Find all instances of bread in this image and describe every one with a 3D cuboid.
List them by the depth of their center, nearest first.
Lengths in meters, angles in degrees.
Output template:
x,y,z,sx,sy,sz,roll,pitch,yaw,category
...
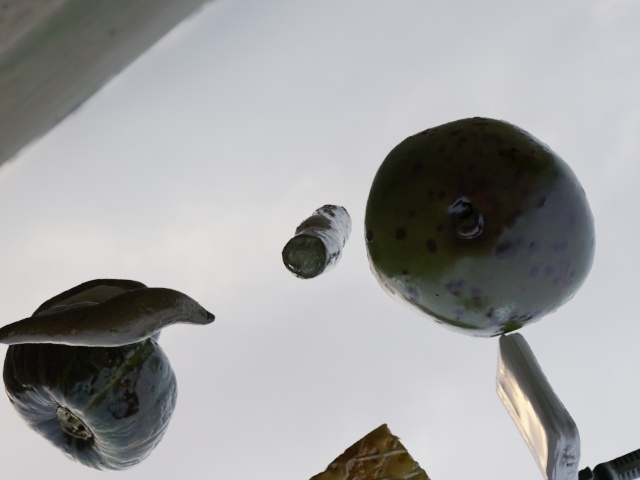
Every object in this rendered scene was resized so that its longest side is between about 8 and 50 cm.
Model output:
x,y,z,sx,sy,sz,roll,pitch,yaw,category
0.078,0.308,1.485,0.125,0.188,0.068,-37,169,-15,bread

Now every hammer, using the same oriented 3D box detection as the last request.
x,y,z,sx,sy,sz,roll,pitch,yaw,category
0.407,0.296,1.767,0.227,0.041,0.159,-20,166,-5,hammer

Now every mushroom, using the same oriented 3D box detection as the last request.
x,y,z,sx,sy,sz,roll,pitch,yaw,category
-0.358,0.153,2.142,0.231,0.138,0.194,-30,-158,-34,mushroom

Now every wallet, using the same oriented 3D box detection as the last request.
x,y,z,sx,sy,sz,roll,pitch,yaw,category
0.227,0.180,1.422,0.033,0.095,0.190,-10,-147,-9,wallet

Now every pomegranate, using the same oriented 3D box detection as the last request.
x,y,z,sx,sy,sz,roll,pitch,yaw,category
0.178,-0.023,1.369,0.231,0.231,0.286,-32,178,35,pomegranate

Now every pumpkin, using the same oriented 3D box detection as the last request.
x,y,z,sx,sy,sz,roll,pitch,yaw,category
-0.308,0.194,1.896,0.260,0.260,0.189,-26,-156,49,pumpkin

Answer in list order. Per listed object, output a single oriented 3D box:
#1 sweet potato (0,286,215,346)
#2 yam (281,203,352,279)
x,y,z,sx,sy,sz,roll,pitch,yaw,category
-0.242,0.089,1.501,0.250,0.059,0.069,-9,-174,-8,sweet potato
0.000,0.000,1.816,0.071,0.067,0.317,-10,-172,9,yam
